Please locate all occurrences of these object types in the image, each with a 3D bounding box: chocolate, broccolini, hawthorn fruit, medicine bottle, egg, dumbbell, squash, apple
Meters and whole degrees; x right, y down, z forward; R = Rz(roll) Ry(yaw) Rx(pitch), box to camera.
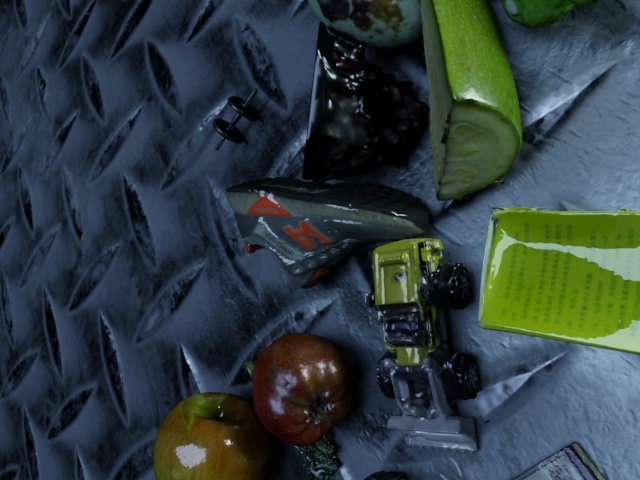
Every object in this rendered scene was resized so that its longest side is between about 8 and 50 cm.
[{"bbox_3d":[0.068,-0.191,0.801,0.176,0.206,0.224,8,101,-3],"label":"chocolate"},{"bbox_3d":[-0.062,0.288,0.870,0.071,0.058,0.254,-37,54,-20],"label":"broccolini"},{"bbox_3d":[-0.042,0.211,0.819,0.203,0.162,0.163,32,105,57],"label":"hawthorn fruit"},{"bbox_3d":[0.305,0.047,0.540,0.250,0.137,0.141,4,86,39],"label":"medicine bottle"},{"bbox_3d":[0.071,-0.378,0.783,0.231,0.169,0.169,50,115,21],"label":"egg"},{"bbox_3d":[-0.164,-0.235,1.022,0.147,0.069,0.069,-49,56,23],"label":"dumbbell"},{"bbox_3d":[0.193,-0.227,0.704,0.111,0.203,0.289,-5,57,4],"label":"squash"},{"bbox_3d":[-0.180,0.354,0.873,0.195,0.196,0.196,-7,79,39],"label":"apple"}]

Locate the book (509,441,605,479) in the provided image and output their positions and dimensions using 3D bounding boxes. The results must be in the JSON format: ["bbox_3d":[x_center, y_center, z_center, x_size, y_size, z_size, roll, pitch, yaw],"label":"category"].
[{"bbox_3d":[0.252,0.363,0.611,0.231,0.026,0.157,-47,57,25],"label":"book"}]

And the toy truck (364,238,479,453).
[{"bbox_3d":[0.127,0.140,0.691,0.136,0.111,0.286,-11,83,37],"label":"toy truck"}]

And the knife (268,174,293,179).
[{"bbox_3d":[-0.039,-0.082,0.924,0.162,0.023,0.044,22,99,40],"label":"knife"}]

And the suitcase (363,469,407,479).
[{"bbox_3d":[0.094,0.378,0.704,0.059,0.086,0.126,-18,72,21],"label":"suitcase"}]

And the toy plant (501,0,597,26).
[{"bbox_3d":[0.279,-0.419,0.619,0.224,0.184,0.316,-152,70,-66],"label":"toy plant"}]

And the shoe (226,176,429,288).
[{"bbox_3d":[0.000,0.000,0.817,0.336,0.132,0.171,9,110,30],"label":"shoe"}]
